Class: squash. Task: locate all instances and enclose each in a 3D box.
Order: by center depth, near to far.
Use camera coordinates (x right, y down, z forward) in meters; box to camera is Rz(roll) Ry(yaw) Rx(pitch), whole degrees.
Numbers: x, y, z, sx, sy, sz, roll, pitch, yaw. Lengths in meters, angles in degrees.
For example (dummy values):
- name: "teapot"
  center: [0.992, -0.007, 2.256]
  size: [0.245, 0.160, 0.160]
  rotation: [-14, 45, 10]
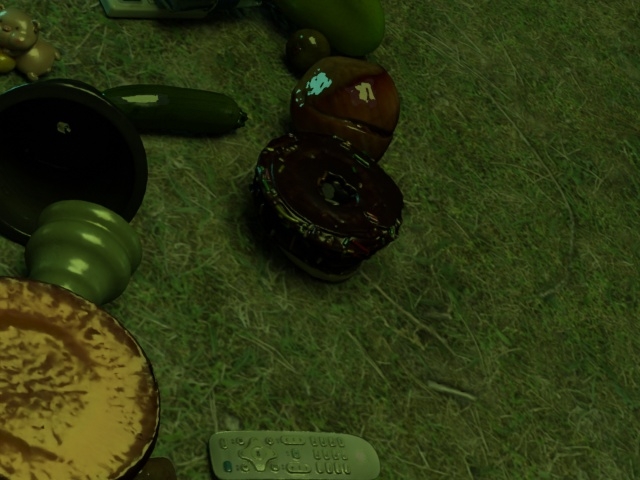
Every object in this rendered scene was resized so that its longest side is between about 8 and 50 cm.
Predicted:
- name: "squash"
  center: [-0.213, -0.193, 2.089]
  size: [0.258, 0.069, 0.069]
  rotation: [0, 53, -33]

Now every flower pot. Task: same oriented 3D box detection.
- name: "flower pot"
  center: [-0.339, -0.121, 1.854]
  size: [0.235, 0.235, 0.148]
  rotation: [23, 24, -16]

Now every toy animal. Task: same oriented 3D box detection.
- name: "toy animal"
  center: [-0.426, -0.280, 2.013]
  size: [0.114, 0.082, 0.091]
  rotation: [34, 43, -4]

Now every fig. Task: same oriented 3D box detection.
- name: "fig"
  center: [-0.015, -0.309, 2.330]
  size: [0.088, 0.074, 0.074]
  rotation: [-8, 57, -55]

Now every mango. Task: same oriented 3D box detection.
- name: "mango"
  center: [-0.003, -0.427, 2.381]
  size: [0.273, 0.149, 0.185]
  rotation: [51, 23, 9]

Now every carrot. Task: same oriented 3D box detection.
- name: "carrot"
  center: [-0.320, 0.161, 1.552]
  size: [0.307, 0.100, 0.258]
  rotation: [32, 59, -1]

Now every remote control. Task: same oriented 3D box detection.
- name: "remote control"
  center: [-0.032, 0.279, 1.804]
  size: [0.229, 0.044, 0.073]
  rotation: [3, 50, -21]
- name: "remote control"
  center: [-0.266, -0.390, 2.262]
  size: [0.190, 0.029, 0.087]
  rotation: [-4, 56, -37]

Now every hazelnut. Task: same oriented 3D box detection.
- name: "hazelnut"
  center: [0.036, -0.194, 2.200]
  size: [0.182, 0.182, 0.182]
  rotation: [19, 44, -19]

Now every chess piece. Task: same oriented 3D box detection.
- name: "chess piece"
  center: [-0.321, 0.088, 1.720]
  size: [0.144, 0.144, 0.251]
  rotation: [28, 49, -10]

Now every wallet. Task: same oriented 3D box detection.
- name: "wallet"
  center: [-0.190, -0.422, 2.281]
  size: [0.202, 0.059, 0.141]
  rotation: [-12, 54, -46]

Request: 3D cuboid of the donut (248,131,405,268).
- name: "donut"
  center: [0.004, -0.053, 2.056]
  size: [0.235, 0.089, 0.235]
  rotation: [18, 43, -18]

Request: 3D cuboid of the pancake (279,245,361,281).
- name: "pancake"
  center: [0.001, -0.001, 2.092]
  size: [0.152, 0.025, 0.151]
  rotation: [18, 42, -17]

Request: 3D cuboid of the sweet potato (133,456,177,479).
- name: "sweet potato"
  center: [-0.290, 0.292, 1.598]
  size: [0.281, 0.059, 0.067]
  rotation: [-12, 77, -38]
